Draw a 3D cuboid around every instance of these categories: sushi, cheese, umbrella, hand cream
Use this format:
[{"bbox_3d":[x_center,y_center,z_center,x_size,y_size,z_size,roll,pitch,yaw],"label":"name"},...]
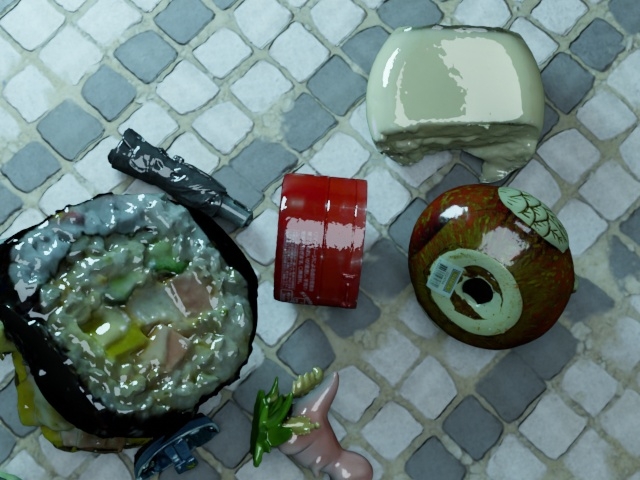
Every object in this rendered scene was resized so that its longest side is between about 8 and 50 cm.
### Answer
[{"bbox_3d":[-0.277,0.119,1.597,0.328,0.285,0.328,48,59,3],"label":"sushi"},{"bbox_3d":[0.200,-0.210,1.745,0.266,0.127,0.233,1,81,1],"label":"cheese"},{"bbox_3d":[-0.206,-0.084,1.740,0.235,0.059,0.066,31,100,3],"label":"umbrella"},{"bbox_3d":[0.000,0.000,1.660,0.125,0.193,0.193,6,78,-2],"label":"hand cream"}]

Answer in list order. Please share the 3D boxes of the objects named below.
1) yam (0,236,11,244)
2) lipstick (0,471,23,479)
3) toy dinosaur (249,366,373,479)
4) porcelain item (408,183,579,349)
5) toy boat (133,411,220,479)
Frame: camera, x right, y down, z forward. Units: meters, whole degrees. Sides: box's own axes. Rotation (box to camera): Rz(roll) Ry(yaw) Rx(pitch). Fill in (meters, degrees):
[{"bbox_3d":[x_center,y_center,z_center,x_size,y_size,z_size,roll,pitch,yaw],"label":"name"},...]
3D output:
[{"bbox_3d":[-0.537,0.068,1.679,0.259,0.093,0.093,-17,79,-5],"label":"yam"},{"bbox_3d":[-0.475,0.468,1.602,0.076,0.076,0.304,10,77,0],"label":"lipstick"},{"bbox_3d":[-0.005,0.275,1.629,0.177,0.152,0.194,6,84,-9],"label":"toy dinosaur"},{"bbox_3d":[0.251,0.022,1.674,0.253,0.253,0.253,0,78,-2],"label":"porcelain item"},{"bbox_3d":[-0.204,0.299,1.653,0.137,0.060,0.061,-28,59,-11],"label":"toy boat"}]
